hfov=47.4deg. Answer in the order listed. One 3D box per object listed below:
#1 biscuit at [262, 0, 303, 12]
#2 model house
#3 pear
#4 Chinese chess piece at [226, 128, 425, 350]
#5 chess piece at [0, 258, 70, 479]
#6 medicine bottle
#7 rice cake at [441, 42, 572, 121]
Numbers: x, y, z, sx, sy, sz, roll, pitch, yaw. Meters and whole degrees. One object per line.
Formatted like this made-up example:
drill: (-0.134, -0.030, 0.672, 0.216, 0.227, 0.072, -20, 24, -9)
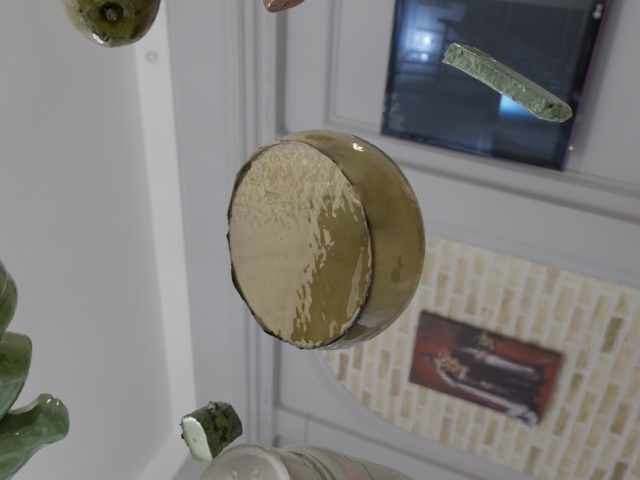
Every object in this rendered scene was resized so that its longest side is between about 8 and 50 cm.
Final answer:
biscuit: (-0.019, -0.335, 0.940, 0.102, 0.130, 0.019, -33, -83, -54)
model house: (-0.151, 0.267, 1.049, 0.083, 0.066, 0.079, -28, -74, -43)
pear: (-0.201, -0.247, 0.702, 0.107, 0.107, 0.131, 84, 165, -50)
Chinese chess piece: (0.000, 0.000, 0.849, 0.104, 0.257, 0.257, -12, -61, -45)
chess piece: (-0.379, 0.161, 0.782, 0.176, 0.175, 0.298, -55, -30, -47)
medicine bottle: (0.002, 0.317, 0.809, 0.293, 0.170, 0.170, 35, -111, -45)
rice cake: (0.297, -0.247, 1.151, 0.124, 0.211, 0.038, -11, -46, -56)
